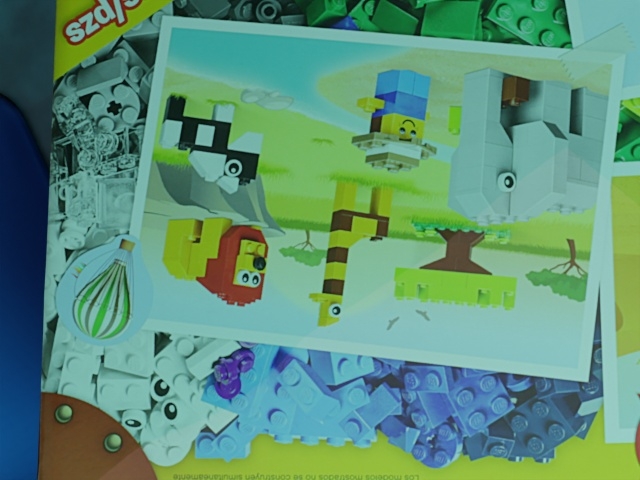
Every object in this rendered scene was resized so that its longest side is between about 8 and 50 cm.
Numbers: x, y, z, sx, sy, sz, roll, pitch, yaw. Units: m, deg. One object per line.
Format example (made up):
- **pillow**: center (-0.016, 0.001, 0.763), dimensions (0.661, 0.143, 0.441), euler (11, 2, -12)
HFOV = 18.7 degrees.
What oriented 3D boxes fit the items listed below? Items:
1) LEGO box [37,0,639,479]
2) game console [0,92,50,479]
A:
- **LEGO box**: center (0.142, -0.047, 0.888), dimensions (0.500, 0.193, 0.372), euler (-2, 79, 10)
- **game console**: center (-0.258, 0.097, 1.177), dimensions (0.250, 0.173, 0.293), euler (-32, 80, 44)
